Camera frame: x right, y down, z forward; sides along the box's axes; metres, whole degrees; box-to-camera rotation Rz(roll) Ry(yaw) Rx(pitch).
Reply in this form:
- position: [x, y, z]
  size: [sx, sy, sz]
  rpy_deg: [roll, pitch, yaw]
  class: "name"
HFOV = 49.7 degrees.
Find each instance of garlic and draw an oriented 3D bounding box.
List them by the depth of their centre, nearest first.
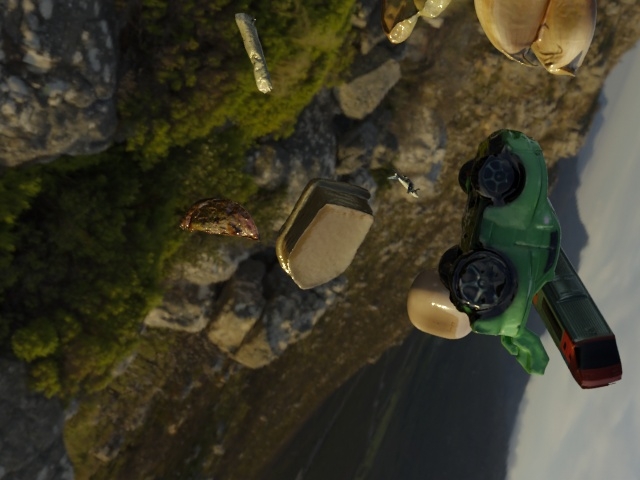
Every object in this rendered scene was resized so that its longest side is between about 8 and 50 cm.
- position: [0.490, -0.529, 1.509]
  size: [0.286, 0.249, 0.313]
  rpy_deg: [-25, 136, -30]
  class: "garlic"

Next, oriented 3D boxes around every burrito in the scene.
- position: [-0.149, -0.422, 1.556]
  size: [0.041, 0.045, 0.185]
  rpy_deg: [-26, 113, -22]
  class: "burrito"

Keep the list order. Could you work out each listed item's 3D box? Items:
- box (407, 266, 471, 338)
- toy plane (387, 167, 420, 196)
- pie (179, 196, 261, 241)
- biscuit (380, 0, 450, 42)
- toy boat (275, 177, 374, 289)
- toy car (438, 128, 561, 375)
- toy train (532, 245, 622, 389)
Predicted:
- position: [0.244, 0.126, 1.368]
  size: [0.200, 0.146, 0.088]
  rpy_deg: [87, 21, -60]
  class: "box"
- position: [0.167, -0.109, 1.337]
  size: [0.024, 0.084, 0.078]
  rpy_deg: [-43, -145, 27]
  class: "toy plane"
- position: [-0.222, -0.050, 1.501]
  size: [0.033, 0.191, 0.088]
  rpy_deg: [-53, 149, -67]
  class: "pie"
- position: [0.177, -0.374, 0.846]
  size: [0.045, 0.299, 0.154]
  rpy_deg: [4, 73, -39]
  class: "biscuit"
- position: [0.000, 0.000, 1.065]
  size: [0.188, 0.116, 0.061]
  rpy_deg: [-60, -146, 30]
  class: "toy boat"
- position: [0.291, 0.011, 1.096]
  size: [0.213, 0.176, 0.359]
  rpy_deg: [-37, 138, -85]
  class: "toy car"
- position: [0.450, 0.094, 1.315]
  size: [0.409, 0.086, 0.089]
  rpy_deg: [-102, -177, -49]
  class: "toy train"
